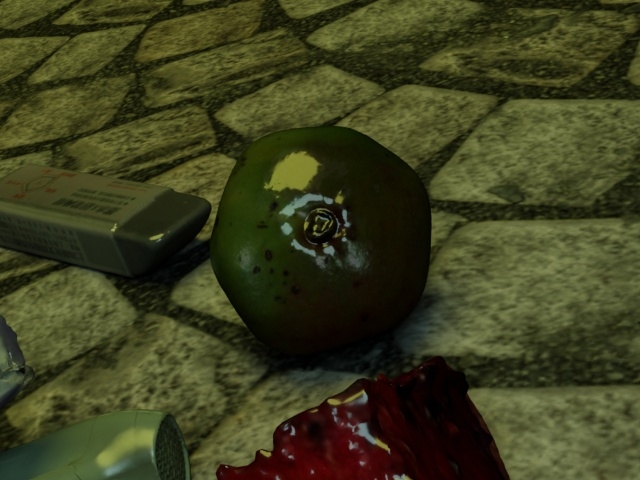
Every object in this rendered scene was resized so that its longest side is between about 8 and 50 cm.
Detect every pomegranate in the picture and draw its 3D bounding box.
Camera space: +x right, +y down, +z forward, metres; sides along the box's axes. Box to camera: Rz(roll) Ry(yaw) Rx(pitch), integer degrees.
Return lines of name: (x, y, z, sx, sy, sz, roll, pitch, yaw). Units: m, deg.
pomegranate: (0.000, 0.000, 0.961, 0.180, 0.180, 0.210, -17, 1, -1)

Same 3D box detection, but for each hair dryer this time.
hair dryer: (-0.214, 0.175, 0.770, 0.206, 0.075, 0.237, -14, 1, 17)

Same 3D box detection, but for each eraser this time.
eraser: (-0.245, -0.025, 1.222, 0.352, 0.061, 0.089, 12, 39, 41)

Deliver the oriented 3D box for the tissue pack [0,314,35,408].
tissue pack: (-0.372, 0.133, 0.839, 0.242, 0.125, 0.344, -38, 13, -37)

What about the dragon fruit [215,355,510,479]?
dragon fruit: (-0.026, 0.229, 0.637, 0.329, 0.228, 0.286, -33, -6, 10)
